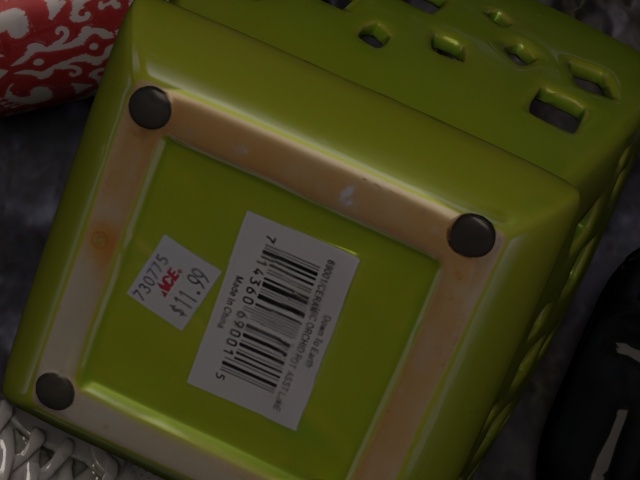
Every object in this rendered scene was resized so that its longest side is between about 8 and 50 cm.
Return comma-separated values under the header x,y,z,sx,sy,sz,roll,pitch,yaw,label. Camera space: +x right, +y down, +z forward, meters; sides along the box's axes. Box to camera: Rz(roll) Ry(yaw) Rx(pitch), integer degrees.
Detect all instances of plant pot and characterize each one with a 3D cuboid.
x,y,z,sx,sy,sz,roll,pitch,yaw,label
0.000,0.000,0.860,0.227,0.207,0.228,25,114,5,plant pot

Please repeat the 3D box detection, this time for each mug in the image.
x,y,z,sx,sy,sz,roll,pitch,yaw,label
-0.105,-0.142,0.988,0.169,0.150,0.113,-16,38,-2,mug

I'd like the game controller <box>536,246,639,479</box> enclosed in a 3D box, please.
x,y,z,sx,sy,sz,roll,pitch,yaw,label
0.271,0.124,0.968,0.319,0.067,0.166,24,88,5,game controller

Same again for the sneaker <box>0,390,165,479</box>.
x,y,z,sx,sy,sz,roll,pitch,yaw,label
-0.163,0.103,0.893,0.293,0.169,0.108,21,72,3,sneaker
